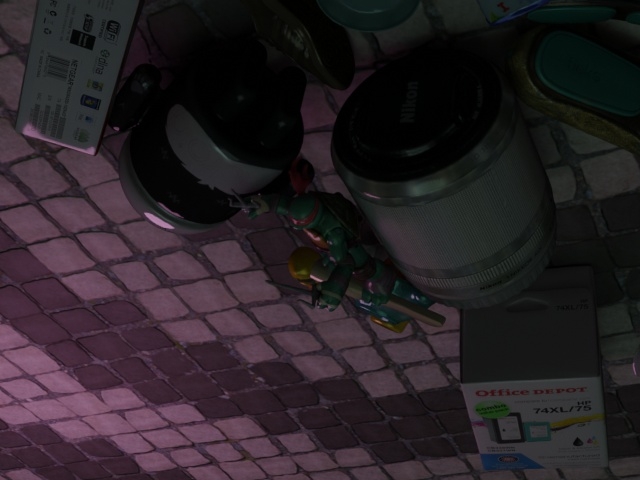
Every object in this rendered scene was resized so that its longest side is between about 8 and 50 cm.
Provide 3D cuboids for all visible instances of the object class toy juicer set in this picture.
[{"bbox_3d":[0.061,0.048,1.487,0.209,0.089,0.329,26,174,-1],"label":"toy juicer set"}]

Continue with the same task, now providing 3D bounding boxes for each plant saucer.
[{"bbox_3d":[0.053,-0.282,1.193,0.119,0.021,0.119,5,142,4],"label":"plant saucer"}]

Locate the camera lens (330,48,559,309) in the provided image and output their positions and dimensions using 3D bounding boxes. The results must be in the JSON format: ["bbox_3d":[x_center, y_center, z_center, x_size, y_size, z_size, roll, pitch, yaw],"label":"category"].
[{"bbox_3d":[0.152,-0.073,1.286,0.219,0.219,0.274,-11,139,22],"label":"camera lens"}]

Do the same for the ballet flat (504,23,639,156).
[{"bbox_3d":[0.365,-0.153,1.248,0.349,0.123,0.123,22,140,-15],"label":"ballet flat"}]

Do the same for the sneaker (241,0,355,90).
[{"bbox_3d":[-0.031,-0.244,1.237,0.071,0.066,0.188,-4,139,41],"label":"sneaker"}]

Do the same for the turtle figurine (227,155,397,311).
[{"bbox_3d":[0.000,0.000,1.256,0.118,0.175,0.234,-38,148,12],"label":"turtle figurine"}]

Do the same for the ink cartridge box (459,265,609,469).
[{"bbox_3d":[0.325,0.197,1.628,0.198,0.197,0.270,-5,141,15],"label":"ink cartridge box"}]

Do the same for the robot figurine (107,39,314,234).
[{"bbox_3d":[-0.131,-0.122,1.314,0.278,0.174,0.209,-39,81,43],"label":"robot figurine"}]

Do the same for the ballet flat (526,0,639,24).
[{"bbox_3d":[0.318,-0.261,1.143,0.203,0.074,0.074,4,143,1],"label":"ballet flat"}]

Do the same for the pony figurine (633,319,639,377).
[{"bbox_3d":[0.576,0.059,1.233,0.303,0.351,0.363,30,164,3],"label":"pony figurine"}]

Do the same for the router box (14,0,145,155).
[{"bbox_3d":[-0.182,-0.297,0.983,0.082,0.301,0.335,17,142,-12],"label":"router box"}]

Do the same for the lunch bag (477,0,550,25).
[{"bbox_3d":[0.211,-0.308,1.084,0.151,0.096,0.129,-23,132,14],"label":"lunch bag"}]
